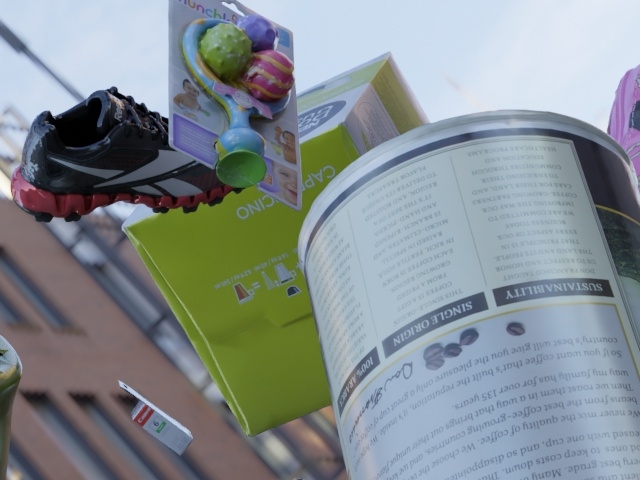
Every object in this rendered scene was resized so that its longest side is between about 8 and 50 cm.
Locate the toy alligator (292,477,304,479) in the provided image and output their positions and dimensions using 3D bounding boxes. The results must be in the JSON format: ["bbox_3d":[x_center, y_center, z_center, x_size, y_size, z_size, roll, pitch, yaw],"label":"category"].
[{"bbox_3d":[-0.036,0.299,1.870,0.189,0.051,0.056,-53,-53,-51],"label":"toy alligator"}]

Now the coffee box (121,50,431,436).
[{"bbox_3d":[0.000,0.000,2.446,0.338,0.338,0.334,-24,14,21],"label":"coffee box"}]

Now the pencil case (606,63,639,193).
[{"bbox_3d":[0.306,0.001,1.597,0.167,0.160,0.386,61,-143,-38],"label":"pencil case"}]

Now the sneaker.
[{"bbox_3d":[-0.193,-0.099,1.973,0.276,0.097,0.135,-6,-51,-19],"label":"sneaker"}]

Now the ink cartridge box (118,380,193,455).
[{"bbox_3d":[-0.215,0.224,2.326,0.029,0.115,0.063,-54,8,-3],"label":"ink cartridge box"}]

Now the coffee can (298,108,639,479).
[{"bbox_3d":[0.109,0.097,0.979,0.202,0.275,0.201,-8,-36,-6],"label":"coffee can"}]

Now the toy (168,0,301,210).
[{"bbox_3d":[-0.064,-0.147,1.610,0.137,0.237,0.056,26,-48,-27],"label":"toy"}]

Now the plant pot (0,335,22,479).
[{"bbox_3d":[-0.463,0.240,1.829,0.366,0.366,0.353,2,-65,-56],"label":"plant pot"}]
